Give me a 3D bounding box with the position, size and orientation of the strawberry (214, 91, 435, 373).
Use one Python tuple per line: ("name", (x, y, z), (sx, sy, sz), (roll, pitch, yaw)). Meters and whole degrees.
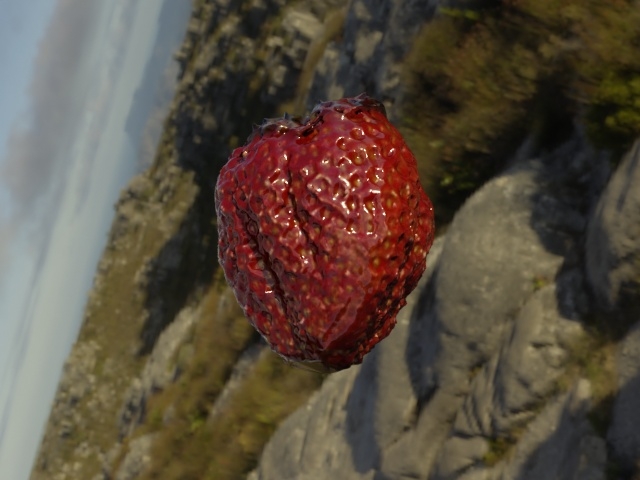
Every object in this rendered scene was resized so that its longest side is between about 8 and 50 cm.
("strawberry", (0.000, 0.000, 1.103), (0.250, 0.239, 0.288), (44, -136, -62))
